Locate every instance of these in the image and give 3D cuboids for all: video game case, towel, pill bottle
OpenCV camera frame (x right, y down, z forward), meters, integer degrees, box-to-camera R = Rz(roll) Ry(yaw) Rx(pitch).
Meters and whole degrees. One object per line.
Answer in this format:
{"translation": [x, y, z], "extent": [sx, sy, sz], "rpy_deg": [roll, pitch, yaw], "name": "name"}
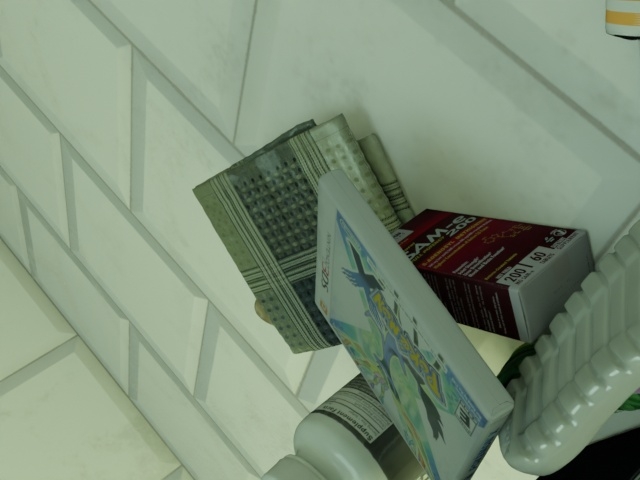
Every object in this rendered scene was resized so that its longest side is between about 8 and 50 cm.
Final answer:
{"translation": [0.088, 0.121, 0.973], "extent": [0.329, 0.036, 0.300], "rpy_deg": [55, 161, 27], "name": "video game case"}
{"translation": [0.000, 0.000, 1.178], "extent": [0.312, 0.056, 0.324], "rpy_deg": [-20, 106, 39], "name": "towel"}
{"translation": [0.076, 0.282, 1.151], "extent": [0.176, 0.319, 0.176], "rpy_deg": [36, 144, 31], "name": "pill bottle"}

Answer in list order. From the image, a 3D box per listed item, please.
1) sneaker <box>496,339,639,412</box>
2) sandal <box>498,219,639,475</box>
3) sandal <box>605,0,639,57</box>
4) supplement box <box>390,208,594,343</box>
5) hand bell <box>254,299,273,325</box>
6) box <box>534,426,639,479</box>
{"translation": [0.299, 0.161, 0.912], "extent": [0.109, 0.124, 0.295], "rpy_deg": [58, 149, 0], "name": "sneaker"}
{"translation": [0.315, 0.077, 0.762], "extent": [0.102, 0.169, 0.416], "rpy_deg": [25, 128, -14], "name": "sandal"}
{"translation": [0.286, -0.168, 0.673], "extent": [0.102, 0.076, 0.265], "rpy_deg": [14, 129, 49], "name": "sandal"}
{"translation": [0.178, 0.032, 0.960], "extent": [0.239, 0.130, 0.073], "rpy_deg": [11, 127, 50], "name": "supplement box"}
{"translation": [-0.037, 0.006, 1.299], "extent": [0.126, 0.126, 0.241], "rpy_deg": [30, 127, 38], "name": "hand bell"}
{"translation": [0.336, 0.520, 0.843], "extent": [0.471, 0.480, 0.297], "rpy_deg": [52, 151, 10], "name": "box"}
